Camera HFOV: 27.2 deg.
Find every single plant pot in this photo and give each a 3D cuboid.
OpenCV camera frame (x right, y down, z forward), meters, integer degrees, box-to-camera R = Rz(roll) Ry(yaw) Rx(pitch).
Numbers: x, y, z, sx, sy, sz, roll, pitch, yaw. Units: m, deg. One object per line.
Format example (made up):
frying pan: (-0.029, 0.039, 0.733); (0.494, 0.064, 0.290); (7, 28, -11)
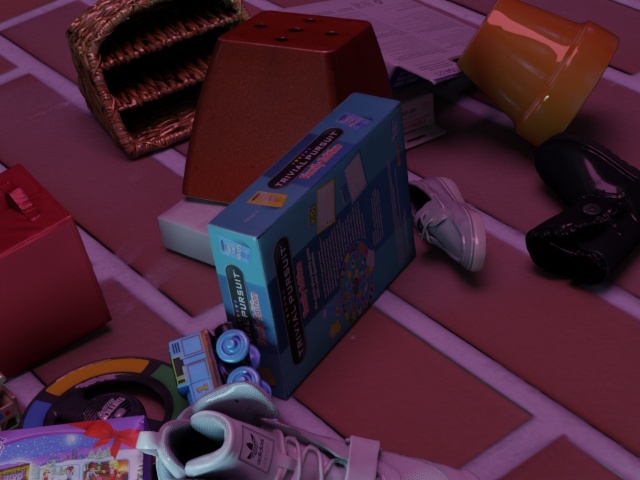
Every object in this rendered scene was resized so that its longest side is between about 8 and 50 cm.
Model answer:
plant pot: (-0.037, -0.202, 1.965); (0.267, 0.236, 0.267); (9, 27, 19)
plant pot: (0.318, -0.271, 2.014); (0.188, 0.205, 0.205); (32, 43, 0)

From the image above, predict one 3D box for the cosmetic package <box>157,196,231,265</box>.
cosmetic package: (-0.112, -0.003, 1.904); (0.239, 0.060, 0.099); (19, 43, 33)

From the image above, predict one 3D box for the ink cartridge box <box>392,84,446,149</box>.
ink cartridge box: (0.115, -0.219, 2.161); (0.104, 0.062, 0.181); (-23, 38, -21)

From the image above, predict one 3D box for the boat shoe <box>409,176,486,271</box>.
boat shoe: (0.169, -0.022, 1.856); (0.081, 0.079, 0.227); (-1, 27, -13)

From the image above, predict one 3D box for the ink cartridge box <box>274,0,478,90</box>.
ink cartridge box: (0.140, -0.320, 2.201); (0.330, 0.071, 0.324); (31, 31, 29)

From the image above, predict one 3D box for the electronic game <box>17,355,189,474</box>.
electronic game: (-0.261, 0.222, 1.631); (0.229, 0.048, 0.229); (-5, 35, 4)

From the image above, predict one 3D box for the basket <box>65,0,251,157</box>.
basket: (-0.252, -0.314, 2.234); (0.299, 0.213, 0.223); (-22, 37, -18)

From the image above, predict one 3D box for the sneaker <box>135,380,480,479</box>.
sneaker: (-0.013, 0.253, 1.380); (0.365, 0.210, 0.137); (1, 58, 16)

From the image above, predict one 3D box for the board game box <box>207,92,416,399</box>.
board game box: (0.000, 0.000, 1.713); (0.079, 0.254, 0.336); (15, 41, 31)

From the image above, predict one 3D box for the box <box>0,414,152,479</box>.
box: (-0.336, 0.309, 1.481); (0.293, 0.057, 0.201); (-6, 50, 2)

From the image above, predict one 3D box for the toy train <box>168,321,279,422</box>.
toy train: (-0.114, 0.188, 1.580); (0.105, 0.080, 0.184); (-20, 64, 5)

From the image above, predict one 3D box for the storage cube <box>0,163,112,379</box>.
storage cube: (-0.426, 0.044, 1.777); (0.193, 0.215, 0.183); (-31, 41, -20)

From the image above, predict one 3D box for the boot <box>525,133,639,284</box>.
boot: (0.350, -0.046, 1.845); (0.207, 0.094, 0.246); (-30, 47, -34)

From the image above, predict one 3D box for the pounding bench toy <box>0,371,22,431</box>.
pounding bench toy: (-0.419, 0.207, 1.652); (0.065, 0.083, 0.052); (-29, 41, -28)
